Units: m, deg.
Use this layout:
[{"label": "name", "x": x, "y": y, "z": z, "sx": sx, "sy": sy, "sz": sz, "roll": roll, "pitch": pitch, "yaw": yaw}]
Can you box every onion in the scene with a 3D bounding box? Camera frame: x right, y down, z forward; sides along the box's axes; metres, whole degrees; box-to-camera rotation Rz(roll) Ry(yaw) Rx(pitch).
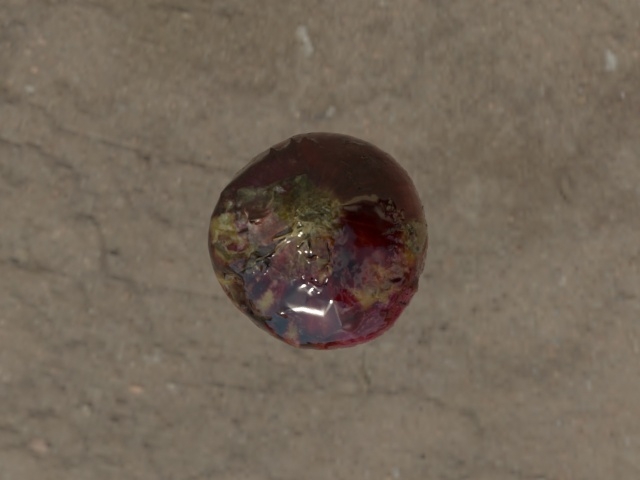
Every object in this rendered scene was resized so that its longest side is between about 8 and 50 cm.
[{"label": "onion", "x": 0.000, "y": 0.000, "z": 0.741, "sx": 0.107, "sy": 0.097, "sz": 0.107, "roll": 2, "pitch": 96, "yaw": 15}]
